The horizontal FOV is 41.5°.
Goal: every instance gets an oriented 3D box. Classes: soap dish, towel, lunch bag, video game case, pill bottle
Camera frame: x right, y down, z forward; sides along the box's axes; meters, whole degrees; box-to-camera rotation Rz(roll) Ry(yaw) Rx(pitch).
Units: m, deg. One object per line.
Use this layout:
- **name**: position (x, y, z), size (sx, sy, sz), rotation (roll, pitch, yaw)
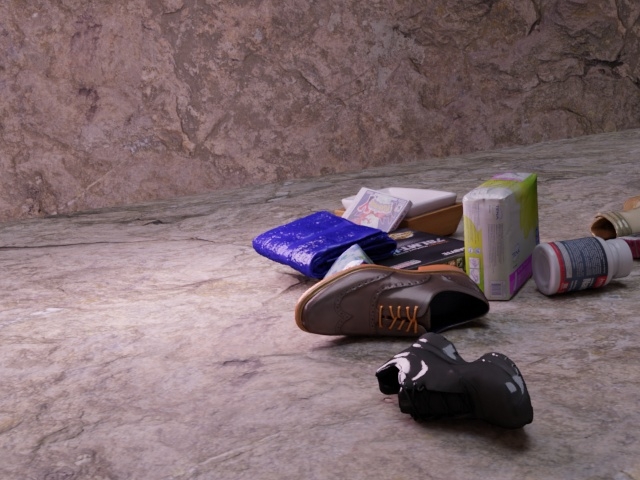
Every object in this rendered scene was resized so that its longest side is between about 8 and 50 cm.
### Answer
- **soap dish**: position (0.219, -0.068, 2.330), size (0.229, 0.118, 0.291), rotation (-16, 17, -38)
- **towel**: position (0.000, 0.000, 1.930), size (0.228, 0.076, 0.308), rotation (-16, 16, -26)
- **lunch bag**: position (0.050, 0.097, 1.721), size (0.151, 0.096, 0.129), rotation (-39, 14, 6)
- **video game case**: position (0.123, -0.047, 2.199), size (0.201, 0.023, 0.183), rotation (21, 72, 53)
- **pill bottle**: position (0.535, 0.047, 1.727), size (0.180, 0.107, 0.108), rotation (-8, 13, -10)

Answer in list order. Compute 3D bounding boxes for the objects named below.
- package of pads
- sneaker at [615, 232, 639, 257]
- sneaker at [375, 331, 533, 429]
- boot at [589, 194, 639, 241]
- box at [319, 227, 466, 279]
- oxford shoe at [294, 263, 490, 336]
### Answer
- **package of pads**: position (0.395, -0.021, 1.812), size (0.101, 0.229, 0.296), rotation (1, 15, 27)
- **sneaker**: position (0.743, 0.012, 1.894), size (0.075, 0.063, 0.170), rotation (-18, 12, -24)
- **sneaker**: position (0.184, 0.216, 1.196), size (0.130, 0.109, 0.286), rotation (-22, 12, -24)
- **boot**: position (0.760, -0.048, 2.096), size (0.204, 0.095, 0.262), rotation (-8, 17, -6)
- **box**: position (0.181, 0.049, 1.951), size (0.296, 0.073, 0.293), rotation (-14, 15, -31)
- **oxford shoe**: position (0.136, 0.118, 1.553), size (0.364, 0.129, 0.133), rotation (-9, 20, -16)
